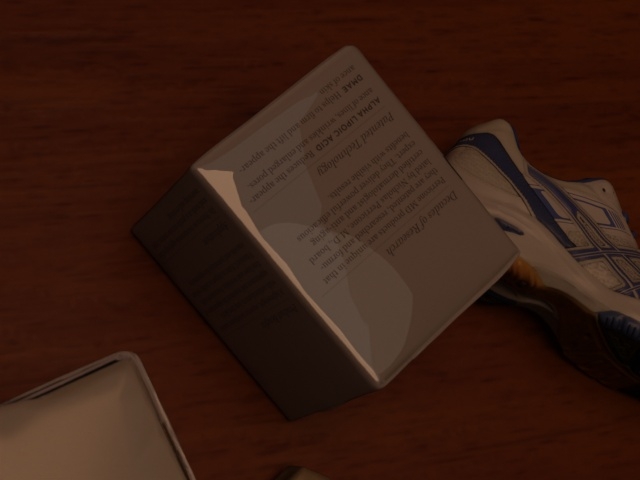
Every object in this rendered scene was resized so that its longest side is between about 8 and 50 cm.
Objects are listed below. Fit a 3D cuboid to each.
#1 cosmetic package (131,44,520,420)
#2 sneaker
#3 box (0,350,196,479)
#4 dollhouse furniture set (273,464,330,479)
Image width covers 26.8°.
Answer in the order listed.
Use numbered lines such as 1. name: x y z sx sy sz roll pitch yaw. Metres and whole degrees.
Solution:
1. cosmetic package: 0.000 0.000 0.911 0.151 0.151 0.183 -41 94 -27
2. sneaker: 0.214 0.018 1.018 0.296 0.112 0.131 34 65 -11
3. box: -0.175 0.164 0.701 0.148 0.311 0.121 -24 86 -26
4. dollhouse furniture set: -0.014 0.213 0.892 0.114 0.091 0.081 -43 109 -29
